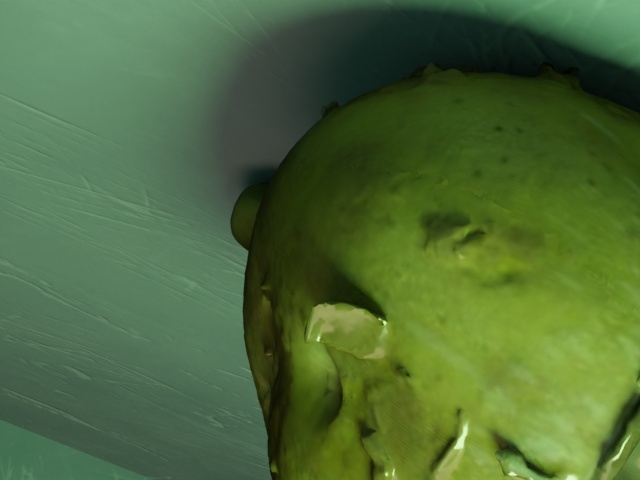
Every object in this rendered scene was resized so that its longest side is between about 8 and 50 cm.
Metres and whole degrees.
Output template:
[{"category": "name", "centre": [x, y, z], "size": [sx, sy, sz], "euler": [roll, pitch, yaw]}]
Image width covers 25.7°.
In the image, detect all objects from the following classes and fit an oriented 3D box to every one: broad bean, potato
[{"category": "broad bean", "centre": [0.000, 0.000, 1.325], "size": [0.174, 0.082, 0.124], "euler": [16, 160, -4]}, {"category": "potato", "centre": [0.081, 0.070, 1.046], "size": [0.319, 0.385, 0.442], "euler": [30, 132, 12]}]

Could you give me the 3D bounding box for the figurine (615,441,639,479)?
[{"category": "figurine", "centre": [0.405, 0.164, 1.258], "size": [0.381, 0.203, 0.248], "euler": [6, -163, 28]}]
